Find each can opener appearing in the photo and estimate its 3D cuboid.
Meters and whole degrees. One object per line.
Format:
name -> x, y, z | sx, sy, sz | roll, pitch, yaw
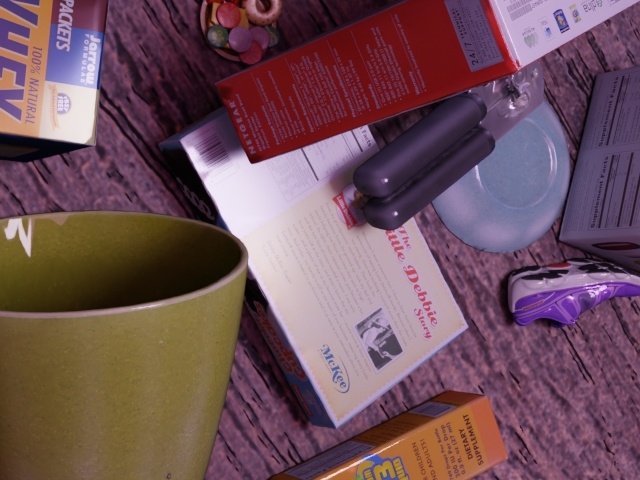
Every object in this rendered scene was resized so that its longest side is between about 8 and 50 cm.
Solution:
can opener -> 0.125, -0.112, 1.272 | 0.283, 0.095, 0.076 | -38, 124, -31

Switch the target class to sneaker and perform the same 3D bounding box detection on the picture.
sneaker -> 0.280, 0.060, 1.396 | 0.170, 0.068, 0.071 | -6, 107, -19

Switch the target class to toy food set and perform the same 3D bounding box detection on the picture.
toy food set -> -0.077, -0.213, 1.226 | 0.083, 0.020, 0.082 | 7, 86, -28

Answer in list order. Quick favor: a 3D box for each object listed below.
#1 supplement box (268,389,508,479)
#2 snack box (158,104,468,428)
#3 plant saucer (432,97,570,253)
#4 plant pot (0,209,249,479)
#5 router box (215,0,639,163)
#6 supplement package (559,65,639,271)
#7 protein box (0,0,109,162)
supplement box -> 0.069, 0.230, 1.265 | 0.233, 0.080, 0.078 | -22, 98, -23
snack box -> 0.000, 0.000, 1.240 | 0.187, 0.060, 0.321 | -34, 104, -26
plant saucer -> 0.203, -0.083, 1.361 | 0.195, 0.037, 0.194 | 1, 88, -27
plant pot -> -0.195, 0.151, 1.049 | 0.275, 0.275, 0.293 | -9, 109, -27
router box -> 0.124, -0.193, 1.121 | 0.335, 0.301, 0.082 | -32, 102, -44
supplement package -> 0.430, -0.058, 1.417 | 0.262, 0.145, 0.204 | 19, 80, -25
protein box -> -0.297, -0.146, 1.010 | 0.200, 0.201, 0.135 | 6, 86, -27
